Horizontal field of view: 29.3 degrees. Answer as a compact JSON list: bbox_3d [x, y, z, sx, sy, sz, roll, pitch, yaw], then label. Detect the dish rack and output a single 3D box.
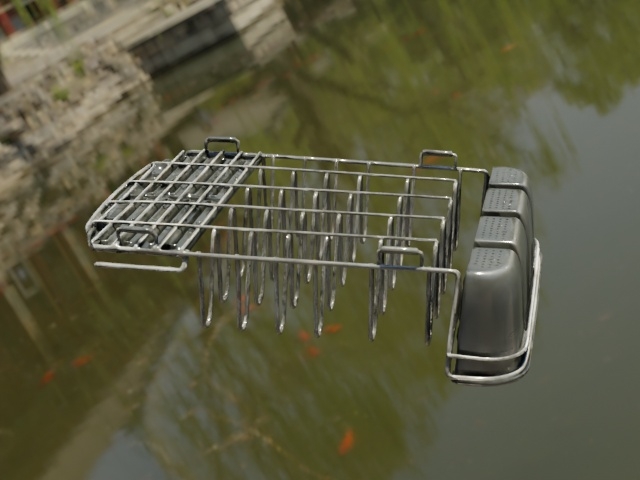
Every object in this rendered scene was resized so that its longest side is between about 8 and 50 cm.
[{"bbox_3d":[0.000,0.000,0.761,0.271,0.074,0.208,5,21,11],"label":"dish rack"}]
